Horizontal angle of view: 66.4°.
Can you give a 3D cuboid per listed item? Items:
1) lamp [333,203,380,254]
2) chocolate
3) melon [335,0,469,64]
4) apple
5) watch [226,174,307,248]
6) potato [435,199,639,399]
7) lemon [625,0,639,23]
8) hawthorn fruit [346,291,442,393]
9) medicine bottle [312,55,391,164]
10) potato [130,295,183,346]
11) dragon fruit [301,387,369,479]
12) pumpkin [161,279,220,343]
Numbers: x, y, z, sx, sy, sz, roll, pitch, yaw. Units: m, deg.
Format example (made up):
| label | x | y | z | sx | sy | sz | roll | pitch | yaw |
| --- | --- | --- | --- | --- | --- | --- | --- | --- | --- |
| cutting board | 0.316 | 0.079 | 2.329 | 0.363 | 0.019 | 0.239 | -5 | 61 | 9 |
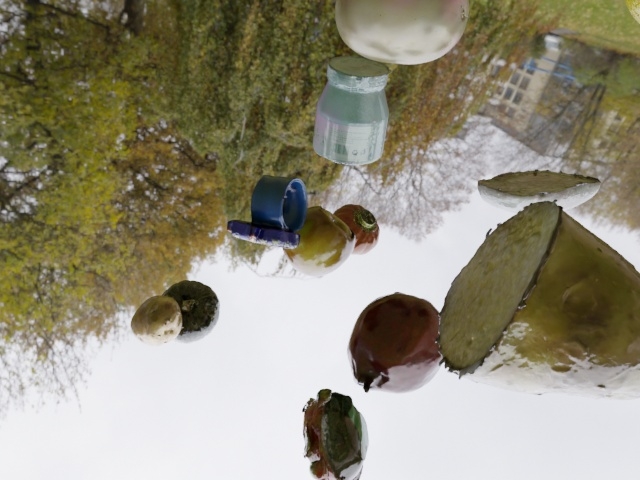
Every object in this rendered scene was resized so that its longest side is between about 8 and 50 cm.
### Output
| label | x | y | z | sx | sy | sz | roll | pitch | yaw |
| --- | --- | --- | --- | --- | --- | --- | --- | --- | --- |
| lamp | 0.139 | -0.044 | 2.007 | 0.223 | 0.196 | 0.223 | 21 | -131 | -26 |
| chocolate | 0.572 | -0.123 | 1.295 | 0.303 | 0.100 | 0.185 | -9 | -154 | -27 |
| melon | 0.178 | -0.525 | 1.128 | 0.317 | 0.223 | 0.223 | 20 | -152 | 31 |
| apple | 0.000 | 0.000 | 1.518 | 0.237 | 0.207 | 0.237 | 36 | -147 | -28 |
| watch | -0.126 | -0.082 | 1.346 | 0.171 | 0.200 | 0.196 | 12 | 174 | 13 |
| potato | 0.344 | 0.121 | 0.708 | 0.237 | 0.300 | 0.289 | 27 | -165 | -3 |
| lemon | 0.488 | -0.363 | 0.631 | 0.173 | 0.206 | 0.173 | -27 | -160 | 11 |
| hawthorn fruit | 0.230 | 0.317 | 1.475 | 0.308 | 0.324 | 0.308 | 34 | 171 | 6 |
| medicine bottle | 0.107 | -0.426 | 1.594 | 0.245 | 0.290 | 0.245 | 5 | -144 | -4 |
| potato | -0.509 | 0.257 | 1.523 | 0.128 | 0.235 | 0.161 | 24 | -138 | -38 |
| dragon fruit | 0.044 | 0.540 | 1.348 | 0.268 | 0.130 | 0.295 | 54 | -160 | -19 |
| pumpkin | -0.453 | 0.241 | 1.669 | 0.224 | 0.157 | 0.223 | 2 | -115 | -4 |
